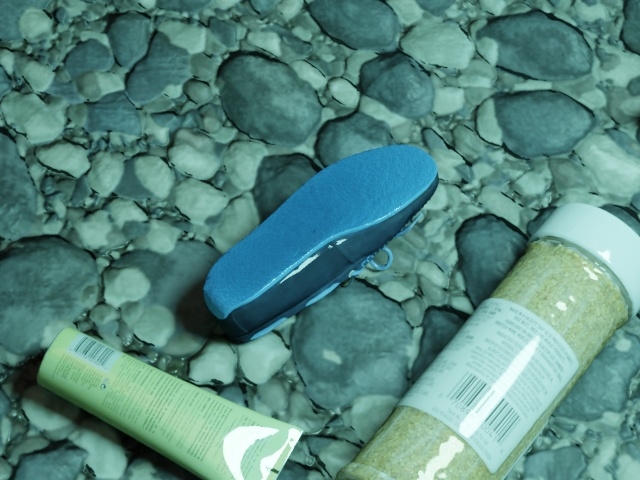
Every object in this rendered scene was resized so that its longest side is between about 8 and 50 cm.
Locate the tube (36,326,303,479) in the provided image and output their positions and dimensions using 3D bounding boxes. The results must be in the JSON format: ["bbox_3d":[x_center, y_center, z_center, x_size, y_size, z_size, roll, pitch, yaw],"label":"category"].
[{"bbox_3d":[-0.143,0.159,1.729,0.240,0.062,0.070,25,107,8],"label":"tube"}]

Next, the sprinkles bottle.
[{"bbox_3d":[0.162,0.124,1.710,0.121,0.121,0.355,34,65,18],"label":"sprinkles bottle"}]

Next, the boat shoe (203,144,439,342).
[{"bbox_3d":[0.000,0.000,1.805,0.258,0.089,0.109,-30,51,-11],"label":"boat shoe"}]
